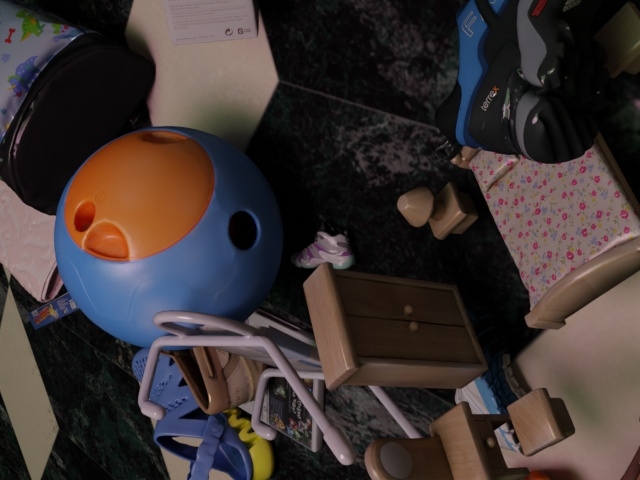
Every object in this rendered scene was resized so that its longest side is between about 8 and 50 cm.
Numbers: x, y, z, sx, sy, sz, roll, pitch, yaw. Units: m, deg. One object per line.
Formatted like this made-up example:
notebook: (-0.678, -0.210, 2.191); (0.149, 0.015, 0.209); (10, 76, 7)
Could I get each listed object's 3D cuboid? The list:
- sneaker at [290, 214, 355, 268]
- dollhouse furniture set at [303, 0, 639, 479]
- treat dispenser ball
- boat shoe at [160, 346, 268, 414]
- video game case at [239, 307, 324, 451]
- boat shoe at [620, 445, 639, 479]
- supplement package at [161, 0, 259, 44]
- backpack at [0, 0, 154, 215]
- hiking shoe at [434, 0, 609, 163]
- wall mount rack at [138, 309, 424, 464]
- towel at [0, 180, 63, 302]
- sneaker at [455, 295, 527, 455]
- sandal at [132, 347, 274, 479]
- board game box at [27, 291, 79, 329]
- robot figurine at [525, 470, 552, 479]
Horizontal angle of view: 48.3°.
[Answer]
sneaker: (0.000, 0.000, 0.927); (0.098, 0.038, 0.069); (-1, 105, 33)
dollhouse furniture set: (0.154, 0.015, 0.601); (0.355, 0.174, 0.303); (-50, 43, 42)
treat dispenser ball: (-0.192, -0.004, 0.922); (0.288, 0.288, 0.288); (18, 118, 37)
boat shoe: (-0.215, 0.121, 1.107); (0.341, 0.110, 0.121); (45, 135, 32)
video game case: (-0.064, 0.204, 1.079); (0.173, 0.022, 0.190); (20, 119, 37)
boat shoe: (0.239, 0.290, 0.629); (0.123, 0.123, 0.342); (41, 117, 28)
supplement package: (-0.132, -0.329, 0.809); (0.105, 0.105, 0.179); (-5, 127, 0)
backpack: (-0.480, -0.253, 1.120); (0.290, 0.273, 0.355); (-55, 47, 5)
hiking shoe: (0.167, -0.214, 0.571); (0.132, 0.113, 0.304); (12, 85, 47)
wall mount rack: (-0.023, 0.179, 0.808); (0.304, 0.350, 0.130); (-4, 69, 37)
towel: (-0.520, -0.108, 1.276); (0.332, 0.053, 0.317); (37, 104, 26)
sneaker: (0.175, 0.155, 0.804); (0.083, 0.071, 0.190); (-21, 91, 52)
sandal: (-0.221, 0.294, 1.183); (0.317, 0.138, 0.126); (39, 131, 28)
board game box: (-0.429, 0.103, 1.297); (0.201, 0.136, 0.035); (-22, 93, 45)
robot figurine: (0.238, 0.366, 0.766); (0.128, 0.158, 0.219); (-26, 69, 56)
